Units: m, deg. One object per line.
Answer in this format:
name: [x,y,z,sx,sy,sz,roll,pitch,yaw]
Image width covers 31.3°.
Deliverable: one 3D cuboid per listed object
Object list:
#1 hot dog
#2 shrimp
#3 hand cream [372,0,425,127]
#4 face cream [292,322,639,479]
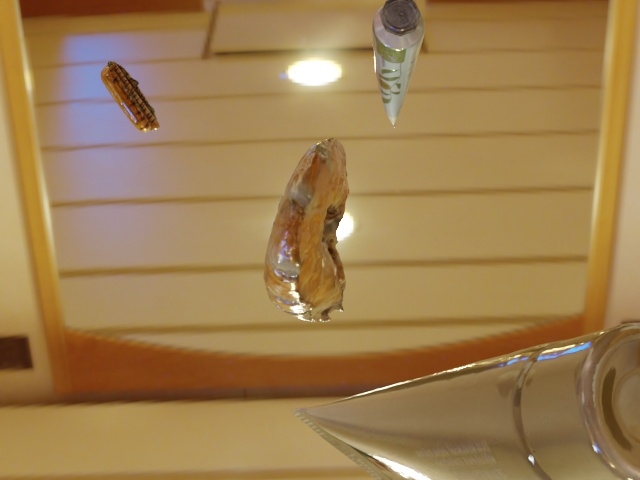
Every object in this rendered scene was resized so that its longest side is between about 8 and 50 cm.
hot dog: [-0.277,-0.211,1.673,0.037,0.122,0.049,-33,-172,35]
shrimp: [0.000,0.000,1.101,0.062,0.164,0.317,20,167,12]
hand cream: [0.088,-0.213,1.351,0.058,0.091,0.271,-9,169,-1]
face cream: [0.095,0.123,0.695,0.084,0.137,0.341,-55,-171,-26]
